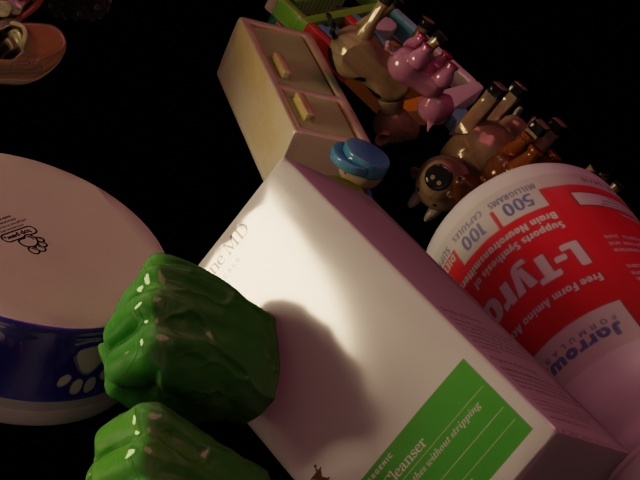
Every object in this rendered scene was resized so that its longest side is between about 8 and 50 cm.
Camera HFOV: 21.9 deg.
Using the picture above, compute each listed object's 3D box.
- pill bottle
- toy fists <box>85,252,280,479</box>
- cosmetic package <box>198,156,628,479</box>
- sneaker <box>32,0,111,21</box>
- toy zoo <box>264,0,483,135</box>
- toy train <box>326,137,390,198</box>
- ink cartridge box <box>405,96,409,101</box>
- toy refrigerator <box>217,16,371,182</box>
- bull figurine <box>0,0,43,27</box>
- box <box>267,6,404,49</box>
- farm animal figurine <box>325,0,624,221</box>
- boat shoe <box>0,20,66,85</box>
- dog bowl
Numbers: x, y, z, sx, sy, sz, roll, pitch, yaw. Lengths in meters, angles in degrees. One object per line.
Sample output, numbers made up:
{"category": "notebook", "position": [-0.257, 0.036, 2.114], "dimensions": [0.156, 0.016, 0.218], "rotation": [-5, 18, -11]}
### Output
{"category": "pill bottle", "position": [0.268, 0.124, 1.555], "dimensions": [0.229, 0.229, 0.407], "rotation": [8, 32, -28]}
{"category": "toy fists", "position": [-0.112, 0.139, 1.288], "dimensions": [0.142, 0.096, 0.279], "rotation": [36, 43, -41]}
{"category": "cosmetic package", "position": [0.054, 0.120, 1.402], "dimensions": [0.365, 0.197, 0.155], "rotation": [44, 12, 33]}
{"category": "sneaker", "position": [-0.361, -0.342, 2.018], "dimensions": [0.237, 0.085, 0.086], "rotation": [24, 33, -4]}
{"category": "toy zoo", "position": [0.087, -0.239, 2.173], "dimensions": [0.293, 0.030, 0.192], "rotation": [45, 37, 22]}
{"category": "toy train", "position": [0.000, 0.000, 1.650], "dimensions": [0.105, 0.143, 0.248], "rotation": [26, 28, 4]}
{"category": "ink cartridge box", "position": [0.119, -0.205, 2.212], "dimensions": [0.083, 0.028, 0.048], "rotation": [5, 35, -31]}
{"category": "toy refrigerator", "position": [-0.033, -0.159, 1.948], "dimensions": [0.102, 0.094, 0.269], "rotation": [11, 32, -25]}
{"category": "bull figurine", "position": [-0.466, -0.320, 1.887], "dimensions": [0.310, 0.101, 0.188], "rotation": [15, 33, -12]}
{"category": "box", "position": [0.028, -0.281, 2.259], "dimensions": [0.179, 0.043, 0.105], "rotation": [-1, 37, -34]}
{"category": "farm animal figurine", "position": [0.161, -0.116, 1.956], "dimensions": [0.330, 0.172, 0.327], "rotation": [51, 21, 28]}
{"category": "boat shoe", "position": [-0.338, -0.210, 1.810], "dimensions": [0.068, 0.072, 0.190], "rotation": [51, 37, 5]}
{"category": "dog bowl", "position": [-0.269, 0.035, 1.426], "dimensions": [0.265, 0.104, 0.265], "rotation": [18, 29, -11]}
